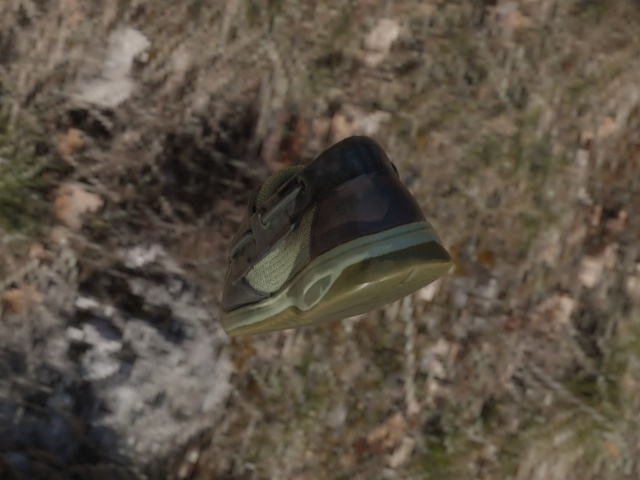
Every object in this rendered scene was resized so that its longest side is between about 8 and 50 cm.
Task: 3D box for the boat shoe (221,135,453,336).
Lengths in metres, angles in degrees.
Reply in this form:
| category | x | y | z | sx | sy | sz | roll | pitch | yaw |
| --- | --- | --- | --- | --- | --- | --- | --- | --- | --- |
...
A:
| category | x | y | z | sx | sy | sz | roll | pitch | yaw |
| --- | --- | --- | --- | --- | --- | --- | --- | --- | --- |
| boat shoe | -0.001 | 0.000 | 0.731 | 0.080 | 0.223 | 0.073 | -12 | 86 | -16 |
